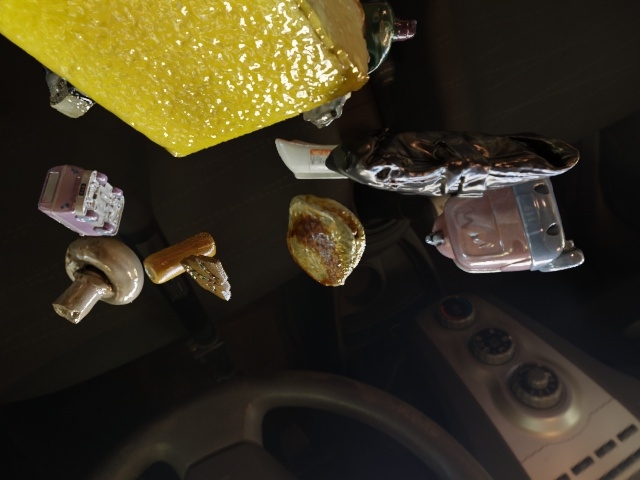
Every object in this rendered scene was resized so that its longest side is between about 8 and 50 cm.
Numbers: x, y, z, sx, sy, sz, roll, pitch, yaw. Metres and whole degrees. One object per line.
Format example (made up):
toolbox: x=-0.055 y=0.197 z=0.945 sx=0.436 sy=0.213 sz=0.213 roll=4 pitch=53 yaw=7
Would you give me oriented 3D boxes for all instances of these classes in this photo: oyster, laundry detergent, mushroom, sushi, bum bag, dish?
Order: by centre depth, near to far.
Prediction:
bum bag: x=0.164 y=-0.101 z=0.591 sx=0.340 sy=0.144 sz=0.095 roll=-5 pitch=99 yaw=-18
laundry detergent: x=0.067 y=-0.373 z=0.827 sx=0.221 sy=0.078 sz=0.144 roll=-1 pitch=122 yaw=-4
dish: x=0.033 y=-0.156 z=0.845 sx=0.212 sy=0.151 sz=0.077 roll=0 pitch=102 yaw=9
oyster: x=0.045 y=-0.331 z=0.983 sx=0.081 sy=0.191 sz=0.163 roll=17 pitch=64 yaw=-34
sushi: x=-0.645 y=-0.419 z=1.233 sx=0.134 sy=0.272 sz=0.109 roll=51 pitch=43 yaw=-57
mushroom: x=-0.788 y=0.135 z=1.556 sx=0.290 sy=0.292 sz=0.293 roll=-59 pitch=136 yaw=-47

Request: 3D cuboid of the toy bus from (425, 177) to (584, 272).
toy bus: x=0.329 y=-0.030 z=0.835 sx=0.231 sy=0.294 sz=0.197 roll=-16 pitch=86 yaw=22

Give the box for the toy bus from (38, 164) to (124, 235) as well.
toy bus: x=-0.632 y=-0.101 z=1.203 sx=0.142 sy=0.202 sz=0.142 roll=3 pitch=72 yaw=2

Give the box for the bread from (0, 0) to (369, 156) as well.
bread: x=-0.155 y=-0.258 z=0.497 sx=0.323 sy=0.333 sz=0.143 roll=39 pitch=48 yaw=-49

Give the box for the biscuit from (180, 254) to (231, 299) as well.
biscuit: x=-0.145 y=0.045 z=0.581 sx=0.082 sy=0.092 sz=0.016 roll=42 pitch=59 yaw=-6

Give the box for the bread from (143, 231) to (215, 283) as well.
bread: x=-0.433 y=0.048 z=1.415 sx=0.239 sy=0.074 sz=0.093 roll=-31 pitch=100 yaw=-39

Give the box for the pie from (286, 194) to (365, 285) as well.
pie: x=0.000 y=0.000 z=0.920 sx=0.084 sy=0.179 sz=0.205 roll=-40 pitch=150 yaw=-44
